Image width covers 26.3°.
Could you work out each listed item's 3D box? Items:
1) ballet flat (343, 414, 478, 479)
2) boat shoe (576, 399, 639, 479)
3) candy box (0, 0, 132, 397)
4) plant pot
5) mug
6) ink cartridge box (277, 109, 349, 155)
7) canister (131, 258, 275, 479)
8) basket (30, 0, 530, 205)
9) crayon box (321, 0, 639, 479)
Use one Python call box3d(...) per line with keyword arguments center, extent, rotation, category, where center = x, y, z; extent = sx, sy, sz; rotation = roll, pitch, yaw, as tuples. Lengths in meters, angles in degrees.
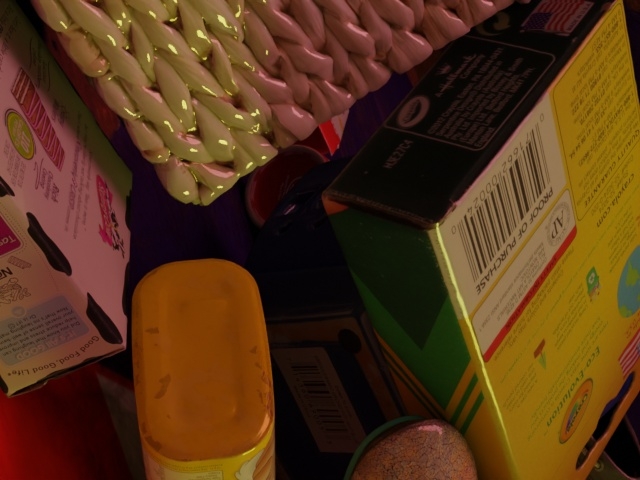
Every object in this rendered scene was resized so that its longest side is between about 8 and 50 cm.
box3d(center=(0.068, 0.241, 0.862), extent=(0.106, 0.107, 0.316), rotation=(50, -28, 39), category="ballet flat")
box3d(center=(0.235, 0.109, 1.376), extent=(0.132, 0.130, 0.355), rotation=(0, 63, -44), category="boat shoe")
box3d(center=(-0.178, -0.061, 0.661), extent=(0.233, 0.071, 0.159), rotation=(59, 13, -34), category="candy box")
box3d(center=(0.059, 0.073, 1.030), extent=(0.212, 0.236, 0.236), rotation=(-40, 113, -39), category="plant pot")
box3d(center=(0.008, -0.006, 1.334), extent=(0.169, 0.113, 0.150), rotation=(41, 27, -60), category="mug")
box3d(center=(-0.034, -0.162, 1.506), extent=(0.231, 0.078, 0.134), rotation=(-74, 139, -72), category="ink cartridge box")
box3d(center=(-0.060, 0.106, 0.724), extent=(0.170, 0.073, 0.126), rotation=(92, -9, -52), category="canister")
box3d(center=(-0.087, -0.258, 0.769), extent=(0.331, 0.266, 0.328), rotation=(53, -4, 48), category="basket")
box3d(center=(0.127, 0.024, 0.848), extent=(0.202, 0.081, 0.318), rotation=(-50, 139, -27), category="crayon box")
